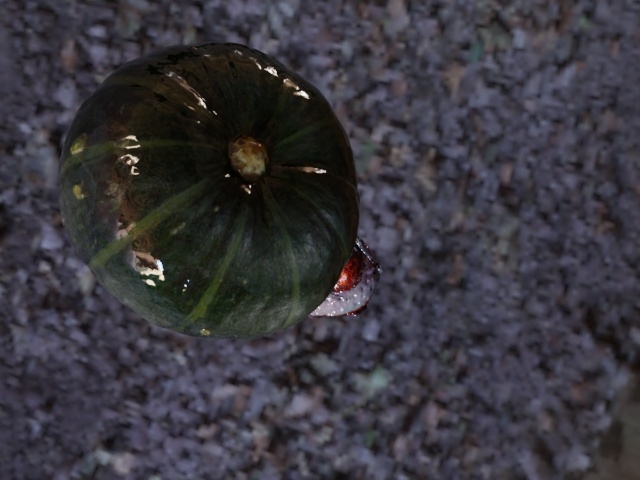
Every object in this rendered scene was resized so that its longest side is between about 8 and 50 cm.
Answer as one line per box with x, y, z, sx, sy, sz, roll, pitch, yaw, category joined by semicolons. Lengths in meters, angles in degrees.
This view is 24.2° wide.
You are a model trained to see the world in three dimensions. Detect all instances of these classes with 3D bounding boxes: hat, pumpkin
0.002;-0.003;1.900;0.227;0.128;0.140;75;0;-52;hat
-0.108;-0.047;1.440;0.300;0.207;0.300;9;71;-28;pumpkin
